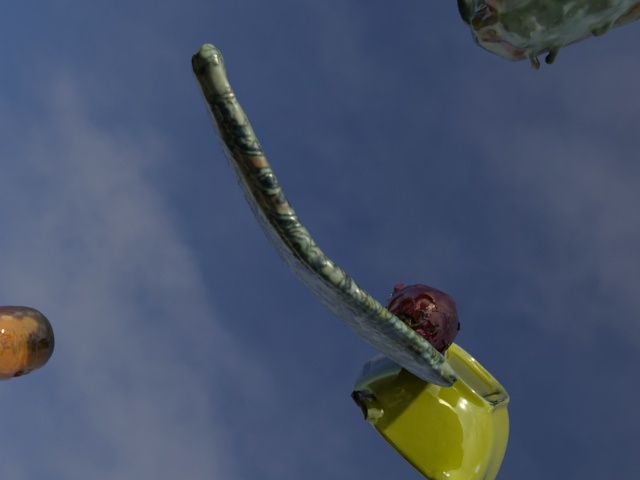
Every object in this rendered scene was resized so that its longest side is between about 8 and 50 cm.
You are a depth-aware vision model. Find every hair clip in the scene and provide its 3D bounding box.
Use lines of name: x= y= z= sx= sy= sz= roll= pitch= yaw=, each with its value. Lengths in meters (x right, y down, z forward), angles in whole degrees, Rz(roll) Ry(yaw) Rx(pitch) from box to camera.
hair clip: x=-0.002 y=0.002 z=0.500 sx=0.036 sy=0.229 sz=0.066 roll=-41 pitch=-155 yaw=-10

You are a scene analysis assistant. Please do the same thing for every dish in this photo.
dish: x=0.155 y=0.200 z=1.227 sx=0.221 sy=0.262 sz=0.108 roll=42 pitch=-78 yaw=11

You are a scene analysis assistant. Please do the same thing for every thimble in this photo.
thimble: x=0.176 y=-0.283 z=0.834 sx=0.167 sy=0.254 sz=0.288 roll=-20 pitch=-130 yaw=9

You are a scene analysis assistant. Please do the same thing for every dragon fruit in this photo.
dragon fruit: x=0.118 y=0.091 z=1.186 sx=0.094 sy=0.190 sz=0.094 roll=0 pitch=-84 yaw=1

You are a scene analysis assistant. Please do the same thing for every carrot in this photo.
carrot: x=-0.369 y=0.111 z=1.041 sx=0.087 sy=0.193 sz=0.087 roll=0 pitch=-90 yaw=34
